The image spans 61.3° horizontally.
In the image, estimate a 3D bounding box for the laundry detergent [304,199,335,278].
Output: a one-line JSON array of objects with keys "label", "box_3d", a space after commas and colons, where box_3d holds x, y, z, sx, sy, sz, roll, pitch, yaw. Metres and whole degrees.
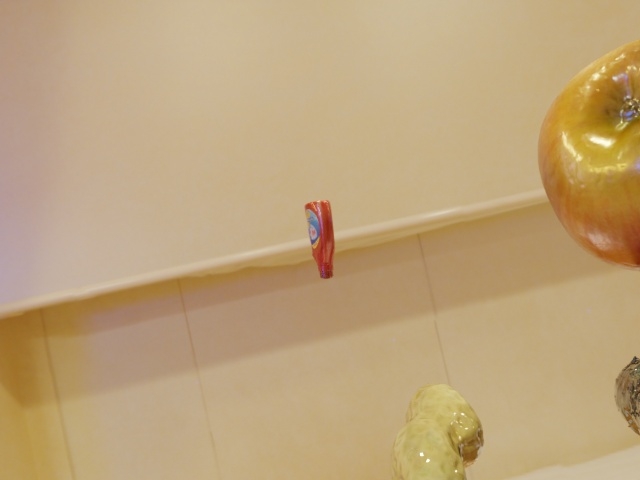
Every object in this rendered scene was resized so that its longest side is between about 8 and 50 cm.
[{"label": "laundry detergent", "box_3d": [0.000, 0.000, 1.151, 0.049, 0.166, 0.097, -6, -2, -21]}]

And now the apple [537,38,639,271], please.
[{"label": "apple", "box_3d": [0.406, -0.106, 0.649, 0.233, 0.286, 0.286, 22, -24, -37]}]

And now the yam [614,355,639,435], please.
[{"label": "yam", "box_3d": [0.453, 0.206, 0.654, 0.153, 0.154, 0.254, -13, -17, 15]}]

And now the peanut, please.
[{"label": "peanut", "box_3d": [0.155, 0.276, 0.727, 0.117, 0.101, 0.263, -5, 8, 24]}]
